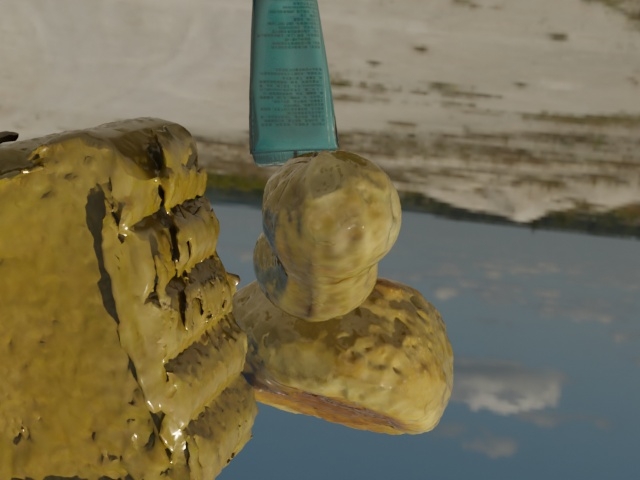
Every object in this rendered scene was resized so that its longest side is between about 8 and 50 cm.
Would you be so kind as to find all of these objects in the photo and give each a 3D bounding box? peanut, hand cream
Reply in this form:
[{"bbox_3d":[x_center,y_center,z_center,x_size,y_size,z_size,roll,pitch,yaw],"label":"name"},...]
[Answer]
[{"bbox_3d":[0.000,0.000,0.872,0.098,0.103,0.229,7,157,-7],"label":"peanut"},{"bbox_3d":[-0.028,-0.177,1.057,0.083,0.224,0.048,-1,171,-11],"label":"hand cream"}]

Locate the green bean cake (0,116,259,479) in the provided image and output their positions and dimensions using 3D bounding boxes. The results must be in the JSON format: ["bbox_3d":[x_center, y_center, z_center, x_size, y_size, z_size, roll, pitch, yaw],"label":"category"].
[{"bbox_3d":[-0.161,0.046,0.664,0.230,0.224,0.131,-9,-171,18],"label":"green bean cake"}]

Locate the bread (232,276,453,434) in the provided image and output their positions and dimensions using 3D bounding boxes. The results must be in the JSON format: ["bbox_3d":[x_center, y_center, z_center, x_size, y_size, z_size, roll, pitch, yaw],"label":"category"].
[{"bbox_3d":[0.015,0.098,1.092,0.244,0.134,0.244,17,166,4],"label":"bread"}]
